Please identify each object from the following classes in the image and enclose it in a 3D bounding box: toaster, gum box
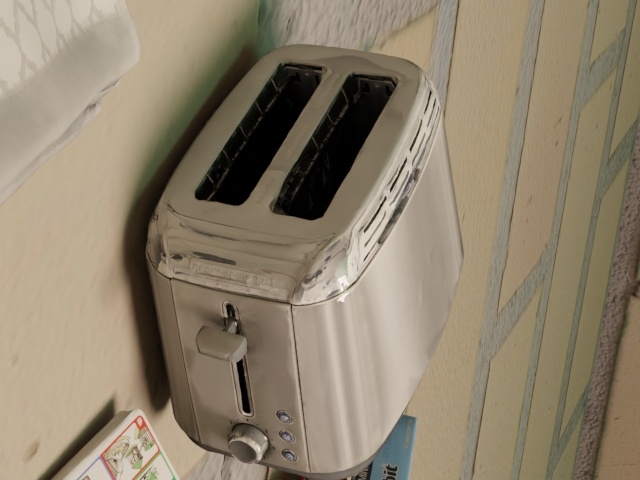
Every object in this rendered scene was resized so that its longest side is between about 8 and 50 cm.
[{"bbox_3d":[0.000,0.000,0.718,0.146,0.129,0.227,81,30,-44],"label":"toaster"},{"bbox_3d":[0.027,0.240,0.979,0.157,0.041,0.184,-74,176,-56],"label":"gum box"}]

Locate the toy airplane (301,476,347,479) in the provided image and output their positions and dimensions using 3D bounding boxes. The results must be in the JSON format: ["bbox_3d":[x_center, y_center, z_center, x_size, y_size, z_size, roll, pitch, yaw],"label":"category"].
[{"bbox_3d":[-0.008,0.218,0.945,0.151,0.028,0.151,12,90,-72],"label":"toy airplane"}]

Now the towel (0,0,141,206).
[{"bbox_3d":[-0.110,-0.133,0.228,0.332,0.053,0.317,-73,156,-68],"label":"towel"}]

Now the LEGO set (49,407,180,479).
[{"bbox_3d":[-0.120,0.218,0.613,0.244,0.060,0.182,-47,117,-51],"label":"LEGO set"}]
